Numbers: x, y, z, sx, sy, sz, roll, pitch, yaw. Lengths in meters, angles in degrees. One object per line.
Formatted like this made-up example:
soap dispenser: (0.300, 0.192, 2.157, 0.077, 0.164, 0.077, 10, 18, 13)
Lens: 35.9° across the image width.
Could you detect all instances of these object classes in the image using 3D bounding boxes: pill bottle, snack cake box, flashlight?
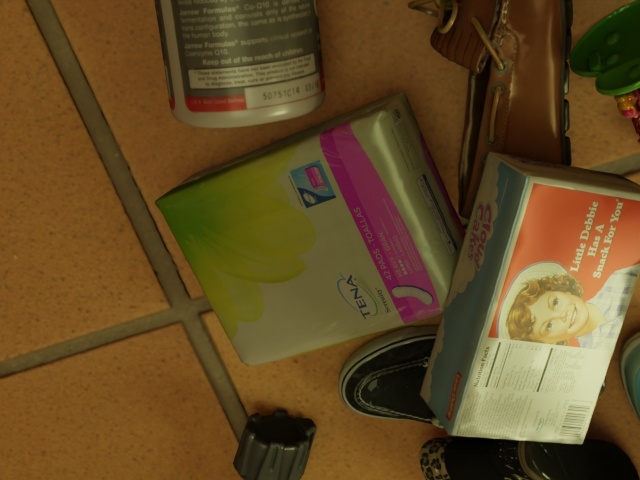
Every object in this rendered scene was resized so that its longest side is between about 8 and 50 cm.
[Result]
pill bottle: (-0.086, -0.265, 0.973, 0.161, 0.161, 0.283, -2, 109, 11)
snack cake box: (0.209, 0.059, 0.958, 0.152, 0.089, 0.264, 8, 107, -18)
flashlight: (-0.095, 0.358, 1.235, 0.103, 0.103, 0.304, 17, 113, 7)

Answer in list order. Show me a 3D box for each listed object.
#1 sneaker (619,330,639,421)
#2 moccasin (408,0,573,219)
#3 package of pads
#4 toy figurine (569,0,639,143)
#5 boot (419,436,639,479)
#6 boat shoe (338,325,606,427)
sneaker: (0.430, 0.251, 1.043, 0.127, 0.208, 0.319, -33, 101, 21)
moccasin: (0.166, -0.200, 0.975, 0.147, 0.139, 0.380, -6, 118, 3)
package of pads: (0.000, 0.000, 1.066, 0.296, 0.101, 0.229, -18, 106, 28)
toy figurine: (0.336, -0.131, 0.959, 0.130, 0.173, 0.159, -23, 117, 29)
boot: (0.249, 0.275, 1.152, 0.236, 0.085, 0.178, 31, 148, -35)
boat shoe: (0.165, 0.164, 1.114, 0.306, 0.105, 0.113, -3, 109, 11)
